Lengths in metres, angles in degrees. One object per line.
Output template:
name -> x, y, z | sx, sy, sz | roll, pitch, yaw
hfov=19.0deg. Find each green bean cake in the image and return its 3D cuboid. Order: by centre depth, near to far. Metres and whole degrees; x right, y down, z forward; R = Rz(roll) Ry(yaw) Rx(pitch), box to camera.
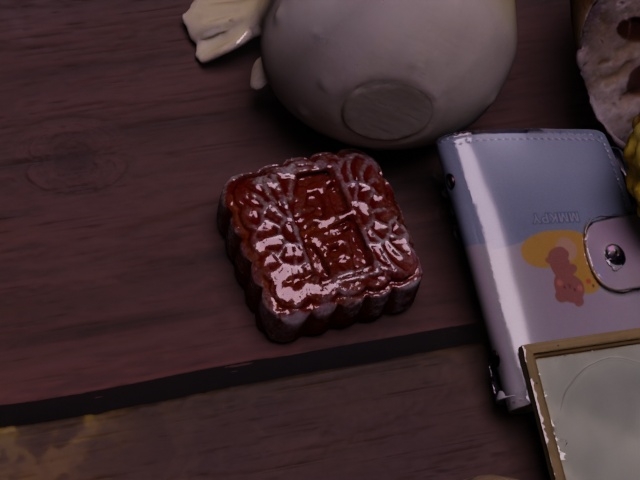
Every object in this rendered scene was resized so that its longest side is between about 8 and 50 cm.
green bean cake -> 0.000, 0.000, 1.460 | 0.136, 0.056, 0.135 | -14, 62, -18

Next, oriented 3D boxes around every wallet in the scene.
wallet -> 0.183, 0.021, 1.474 | 0.170, 0.069, 0.231 | -5, 70, -24

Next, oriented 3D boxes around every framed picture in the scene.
framed picture -> 0.229, 0.164, 1.396 | 0.136, 0.010, 0.201 | -7, 74, -22

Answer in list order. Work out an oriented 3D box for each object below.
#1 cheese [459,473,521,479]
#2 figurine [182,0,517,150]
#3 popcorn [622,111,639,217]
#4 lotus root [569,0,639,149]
cheese -> 0.111, 0.249, 1.244 | 0.117, 0.218, 0.235 | 13, 36, -7
figurine -> 0.012, -0.246, 1.559 | 0.274, 0.226, 0.394 | -15, 52, 13
popcorn -> 0.325, -0.054, 1.451 | 0.197, 0.197, 0.155 | 5, 91, -8
lotus root -> 0.315, -0.214, 1.550 | 0.272, 0.272, 0.192 | -3, 46, -12
